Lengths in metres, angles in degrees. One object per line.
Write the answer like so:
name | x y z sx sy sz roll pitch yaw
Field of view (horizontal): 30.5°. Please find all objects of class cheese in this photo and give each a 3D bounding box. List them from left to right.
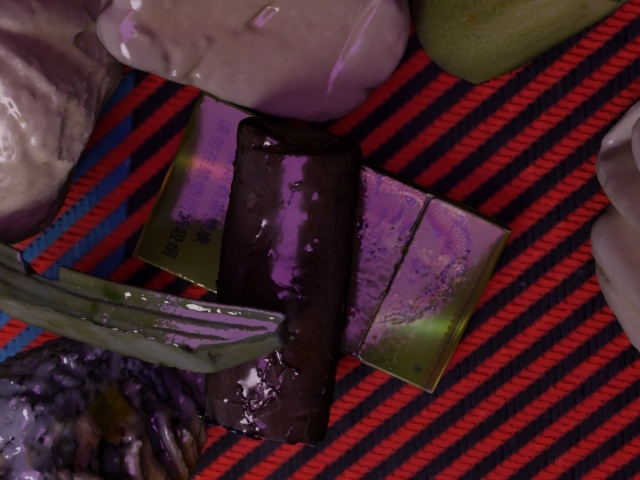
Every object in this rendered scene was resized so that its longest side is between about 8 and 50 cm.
cheese | -0.049 -0.194 0.994 0.262 0.093 0.159 18 115 -30

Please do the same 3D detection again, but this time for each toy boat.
toy boat | -0.166 0.056 0.957 0.292 0.093 0.055 13 66 17

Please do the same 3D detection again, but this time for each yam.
yam | -0.032 0.040 1.013 0.131 0.131 0.280 9 102 4

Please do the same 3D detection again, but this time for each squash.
squash | 0.195 -0.223 0.951 0.137 0.287 0.137 2 84 -23

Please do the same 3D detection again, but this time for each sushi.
sushi | -0.212 0.170 1.060 0.139 0.274 0.184 -12 100 33

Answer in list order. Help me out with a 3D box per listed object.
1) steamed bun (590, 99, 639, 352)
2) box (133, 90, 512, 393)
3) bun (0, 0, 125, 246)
steamed bun | 0.408 -0.005 0.951 0.352 0.247 0.339 -34 96 5
box | 0.000 0.000 1.091 0.311 0.043 0.173 25 101 1
bun | -0.353 -0.148 1.010 0.352 0.227 0.349 2 101 7
